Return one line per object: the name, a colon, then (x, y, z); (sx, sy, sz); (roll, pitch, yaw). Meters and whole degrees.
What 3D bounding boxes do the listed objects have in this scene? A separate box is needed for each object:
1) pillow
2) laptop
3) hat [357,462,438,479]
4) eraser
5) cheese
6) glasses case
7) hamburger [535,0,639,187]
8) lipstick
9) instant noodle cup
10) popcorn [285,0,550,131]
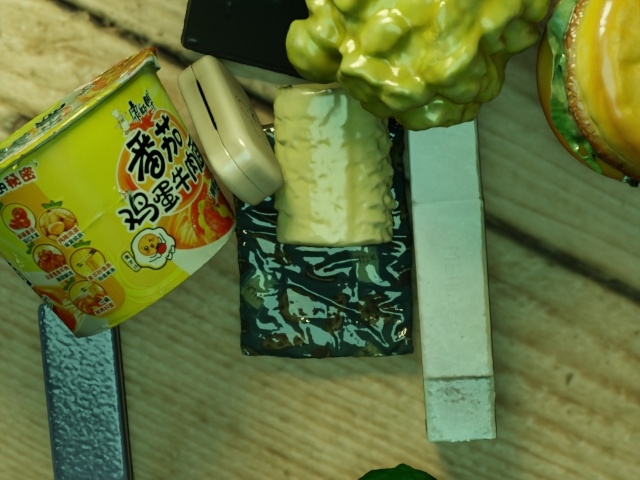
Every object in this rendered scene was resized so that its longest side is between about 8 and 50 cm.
pillow: (0.002, -0.002, 1.986); (0.189, 0.034, 0.255); (-2, 96, 7)
laptop: (-0.051, -0.265, 1.914); (0.154, 0.026, 0.207); (15, 125, 0)
hat: (-0.049, 0.366, 1.930); (0.400, 0.285, 0.285); (-42, 93, 5)
eraser: (-0.250, 0.172, 2.028); (0.082, 0.036, 0.225); (-4, 98, 5)
cheese: (0.013, -0.078, 1.917); (0.123, 0.094, 0.167); (-3, 98, -3)
glasses case: (-0.091, -0.112, 1.903); (0.050, 0.196, 0.083); (-35, 130, 8)
hamburger: (0.314, -0.170, 1.859); (0.246, 0.170, 0.246); (1, 87, -26)
lipstick: (0.135, 0.018, 1.957); (0.076, 0.080, 0.371); (-3, 97, 5)
instant noodle cup: (-0.221, -0.038, 1.898); (0.264, 0.264, 0.200); (-32, 102, 8)
popcorn: (0.103, -0.229, 1.813); (0.242, 0.235, 0.250); (26, 87, -11)
